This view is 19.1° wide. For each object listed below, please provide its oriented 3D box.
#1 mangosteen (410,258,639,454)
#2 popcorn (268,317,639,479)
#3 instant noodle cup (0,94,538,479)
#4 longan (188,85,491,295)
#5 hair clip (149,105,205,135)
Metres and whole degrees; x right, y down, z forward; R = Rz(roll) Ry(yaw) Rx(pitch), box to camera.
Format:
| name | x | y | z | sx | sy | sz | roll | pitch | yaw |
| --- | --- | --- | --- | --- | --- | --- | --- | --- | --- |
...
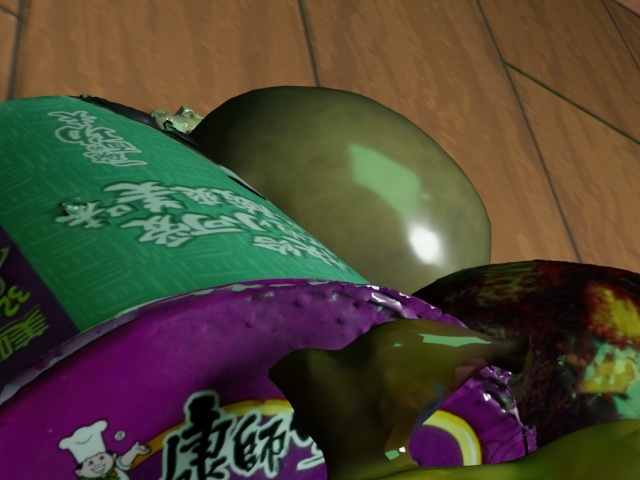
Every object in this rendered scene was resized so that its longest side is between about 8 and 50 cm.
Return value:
| name | x | y | z | sx | sy | sz | roll | pitch | yaw |
| --- | --- | --- | --- | --- | --- | --- | --- | --- | --- |
| mangosteen | 0.090 | 0.144 | 0.840 | 0.231 | 0.231 | 0.289 | 36 | 51 | -2 |
| popcorn | 0.061 | 0.193 | 0.558 | 0.316 | 0.297 | 0.281 | 24 | 38 | -22 |
| instant noodle cup | -0.076 | 0.073 | 0.691 | 0.251 | 0.251 | 0.190 | 19 | 19 | -37 |
| longan | 0.000 | 0.000 | 1.022 | 0.189 | 0.189 | 0.189 | 30 | 23 | -14 |
| hair clip | -0.031 | -0.033 | 1.188 | 0.187 | 0.056 | 0.146 | 23 | 19 | -23 |
